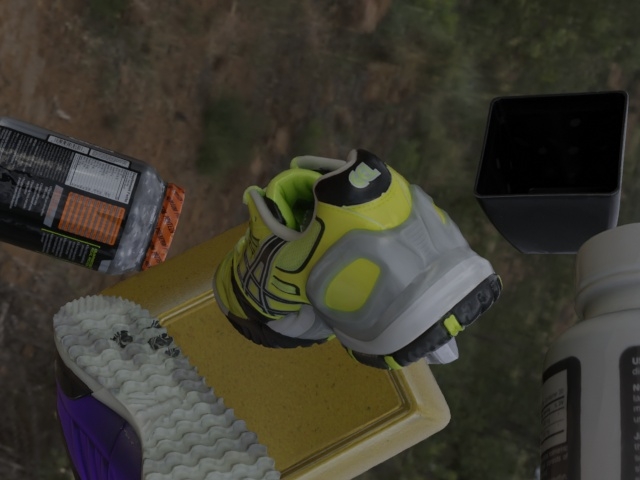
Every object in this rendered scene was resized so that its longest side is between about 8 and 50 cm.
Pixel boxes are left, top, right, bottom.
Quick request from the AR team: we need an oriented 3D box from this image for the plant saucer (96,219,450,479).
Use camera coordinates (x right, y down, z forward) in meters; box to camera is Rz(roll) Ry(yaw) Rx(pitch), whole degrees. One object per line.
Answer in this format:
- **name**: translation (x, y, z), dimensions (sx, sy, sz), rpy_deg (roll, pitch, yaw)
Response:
- **plant saucer**: translation (-0.044, 0.142, 1.185), dimensions (0.333, 0.332, 0.081), rpy_deg (-27, -177, -13)

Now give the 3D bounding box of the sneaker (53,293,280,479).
- **sneaker**: translation (-0.124, 0.184, 0.794), dimensions (0.102, 0.293, 0.146), rpy_deg (-9, 133, -33)

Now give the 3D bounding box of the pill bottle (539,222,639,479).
- **pill bottle**: translation (0.245, 0.154, 0.732), dimensions (0.176, 0.176, 0.318), rpy_deg (77, 18, -64)

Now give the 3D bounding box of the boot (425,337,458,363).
- **boot**: translation (0.114, 0.131, 1.524), dimensions (0.258, 0.123, 0.095), rpy_deg (54, 21, -54)

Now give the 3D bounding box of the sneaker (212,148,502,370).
- **sneaker**: translation (0.000, 0.000, 0.846), dimensions (0.145, 0.147, 0.385), rpy_deg (-37, -167, -23)

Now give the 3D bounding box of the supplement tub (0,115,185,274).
- **supplement tub**: translation (-0.387, -0.061, 1.642), dimensions (0.193, 0.316, 0.193), rpy_deg (-161, -90, -77)

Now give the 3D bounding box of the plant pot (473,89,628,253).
- **plant pot**: translation (0.332, -0.080, 1.436), dimensions (0.167, 0.188, 0.187), rpy_deg (63, 34, -46)
